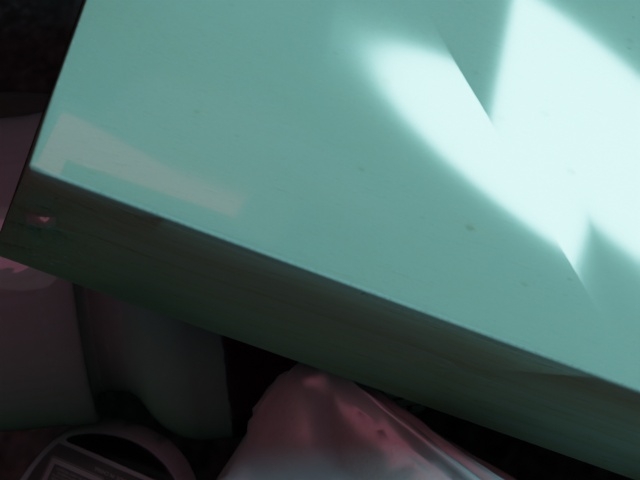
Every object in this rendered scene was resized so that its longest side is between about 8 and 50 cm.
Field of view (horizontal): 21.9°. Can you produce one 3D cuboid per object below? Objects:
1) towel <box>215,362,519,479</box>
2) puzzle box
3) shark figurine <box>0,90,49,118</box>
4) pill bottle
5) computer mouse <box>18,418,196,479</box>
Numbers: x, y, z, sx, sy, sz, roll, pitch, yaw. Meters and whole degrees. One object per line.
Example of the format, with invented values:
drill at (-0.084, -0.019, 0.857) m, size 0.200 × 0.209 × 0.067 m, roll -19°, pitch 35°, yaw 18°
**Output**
towel at (0.033, 0.247, 0.424) m, size 0.317 × 0.053 × 0.332 m, roll 37°, pitch 98°, yaw 17°
puzzle box at (0.141, -0.049, 0.481) m, size 0.408 × 0.052 × 0.272 m, roll 21°, pitch 59°, yaw -11°
shark figurine at (-0.215, 0.019, 0.580) m, size 0.166 × 0.116 × 0.278 m, roll 32°, pitch 73°, yaw 20°
pill bottle at (0.000, 0.000, 0.538) m, size 0.221 × 0.121 × 0.121 m, roll -7°, pitch 67°, yaw -4°
computer mouse at (-0.092, 0.153, 0.546) m, size 0.106 × 0.042 × 0.193 m, roll 22°, pitch 77°, yaw 20°
